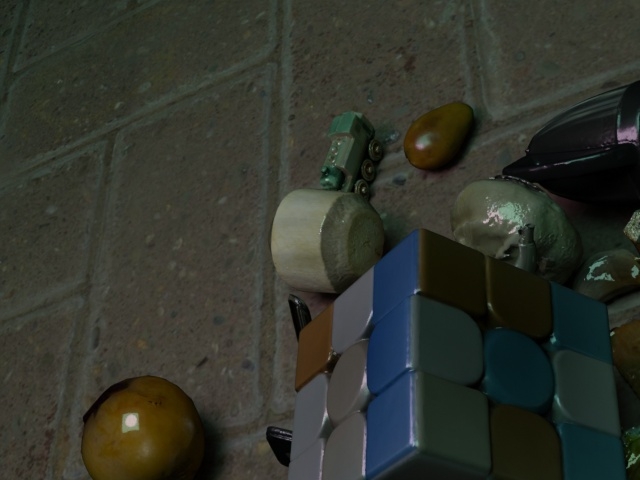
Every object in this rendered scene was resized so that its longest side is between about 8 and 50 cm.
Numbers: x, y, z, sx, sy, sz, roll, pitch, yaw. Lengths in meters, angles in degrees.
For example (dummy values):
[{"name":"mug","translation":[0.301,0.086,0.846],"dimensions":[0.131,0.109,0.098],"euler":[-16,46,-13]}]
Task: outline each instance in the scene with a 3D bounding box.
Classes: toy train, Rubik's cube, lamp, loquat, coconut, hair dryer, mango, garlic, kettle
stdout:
[{"name":"toy train","translation":[0.055,-0.159,2.190],"dimensions":[0.081,0.125,0.194],"euler":[-4,54,39]},{"name":"Rubik's cube","translation":[0.180,0.246,1.522],"dimensions":[0.347,0.346,0.344],"euler":[-47,29,46]},{"name":"lamp","translation":[-0.020,0.243,1.872],"dimensions":[0.124,0.203,0.283],"euler":[-3,51,17]},{"name":"loquat","translation":[-0.322,0.363,1.977],"dimensions":[0.235,0.235,0.235],"euler":[-20,47,23]},{"name":"coconut","translation":[0.000,0.000,2.051],"dimensions":[0.222,0.202,0.202],"euler":[6,61,36]},{"name":"hair dryer","translation":[0.356,0.098,1.694],"dimensions":[0.225,0.219,0.088],"euler":[-59,7,36]},{"name":"mango","translation":[0.229,-0.207,2.126],"dimensions":[0.111,0.089,0.163],"euler":[14,56,30]},{"name":"garlic","translation":[0.453,0.060,1.753],"dimensions":[0.152,0.066,0.084],"euler":[-26,47,15]},{"name":"kettle","translation":[0.460,-0.134,1.814],"dimensions":[0.271,0.207,0.251],"euler":[-6,43,47]}]

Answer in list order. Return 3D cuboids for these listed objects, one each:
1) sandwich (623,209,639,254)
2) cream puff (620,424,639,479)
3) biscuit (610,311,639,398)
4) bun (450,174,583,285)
[{"name":"sandwich","translation":[0.543,-0.022,1.735],"dimensions":[0.105,0.093,0.036],"euler":[-37,36,4]},{"name":"cream puff","translation":[0.446,0.312,1.513],"dimensions":[0.156,0.156,0.121],"euler":[-14,80,28]},{"name":"biscuit","translation":[0.566,0.163,1.624],"dimensions":[0.232,0.013,0.237],"euler":[-36,42,7]},{"name":"bun","translation":[0.309,0.007,1.784],"dimensions":[0.239,0.239,0.141],"euler":[23,62,45]}]
